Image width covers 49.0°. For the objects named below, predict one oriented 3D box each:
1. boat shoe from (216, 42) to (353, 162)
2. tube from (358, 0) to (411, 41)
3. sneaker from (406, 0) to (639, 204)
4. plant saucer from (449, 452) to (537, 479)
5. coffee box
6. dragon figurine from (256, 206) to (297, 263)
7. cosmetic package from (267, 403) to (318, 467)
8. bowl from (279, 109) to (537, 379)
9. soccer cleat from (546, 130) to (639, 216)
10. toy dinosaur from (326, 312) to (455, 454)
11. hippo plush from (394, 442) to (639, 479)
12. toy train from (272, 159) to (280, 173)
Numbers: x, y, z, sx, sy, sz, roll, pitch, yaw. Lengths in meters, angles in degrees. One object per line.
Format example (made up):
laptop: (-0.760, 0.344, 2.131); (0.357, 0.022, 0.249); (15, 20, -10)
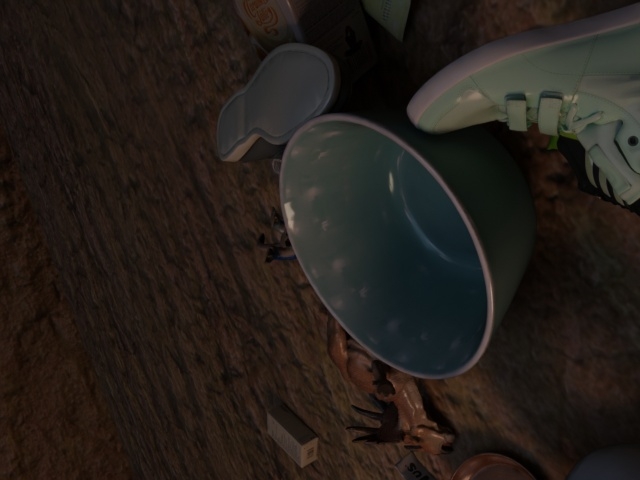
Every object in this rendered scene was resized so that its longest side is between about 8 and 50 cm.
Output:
boat shoe: (-0.035, -0.161, 0.881); (0.319, 0.099, 0.116); (-12, 77, 61)
tube: (0.028, -0.345, 0.855); (0.062, 0.070, 0.240); (-48, 66, 13)
sneaker: (0.204, -0.096, 0.589); (0.256, 0.094, 0.151); (-14, 80, 21)
plant saucer: (0.234, 0.359, 0.903); (0.168, 0.029, 0.168); (-10, 77, 48)
coffee box: (-0.039, -0.305, 0.845); (0.141, 0.098, 0.246); (31, 157, 43)
dragon figurine: (0.000, 0.000, 1.016); (0.289, 0.144, 0.085); (146, 134, -63)
cosmetic package: (-0.054, 0.374, 1.351); (0.115, 0.041, 0.060); (34, 133, 42)
bowl: (0.112, -0.020, 0.782); (0.311, 0.163, 0.311); (35, 141, 34)
soccer cleat: (0.282, -0.058, 0.649); (0.179, 0.060, 0.072); (56, 154, 32)
toy dinosaur: (0.071, 0.179, 1.011); (0.295, 0.127, 0.200); (54, 150, 32)
hippo plush: (0.251, 0.273, 0.668); (0.236, 0.234, 0.294); (-40, 85, 24)
toy train: (-0.001, -0.107, 1.029); (0.166, 0.046, 0.125); (-21, 88, 53)
